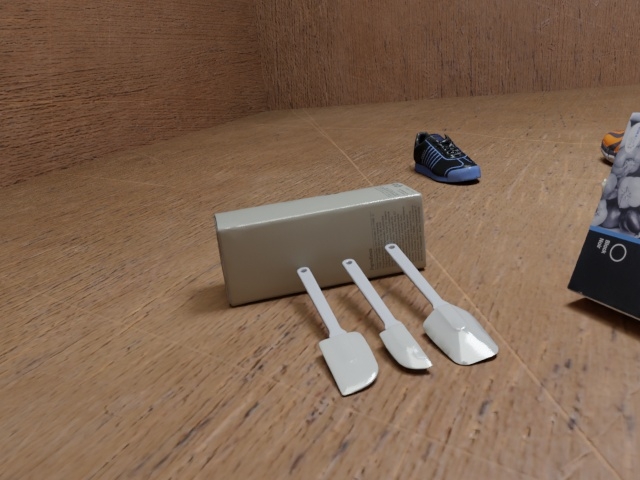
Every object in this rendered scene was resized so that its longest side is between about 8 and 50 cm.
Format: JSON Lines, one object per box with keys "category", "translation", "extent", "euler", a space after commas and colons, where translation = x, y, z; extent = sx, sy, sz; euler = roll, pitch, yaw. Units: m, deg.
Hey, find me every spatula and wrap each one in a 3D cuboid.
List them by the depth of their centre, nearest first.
{"category": "spatula", "translation": [0.068, 0.075, 0.638], "extent": [0.168, 0.019, 0.242], "euler": [-16, 28, -9]}

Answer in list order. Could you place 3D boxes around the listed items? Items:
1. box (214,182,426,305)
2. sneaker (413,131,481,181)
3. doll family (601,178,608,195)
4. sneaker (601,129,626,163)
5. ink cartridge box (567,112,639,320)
{"category": "box", "translation": [0.000, 0.000, 0.778], "extent": [0.275, 0.113, 0.094], "euler": [-9, 18, -10]}
{"category": "sneaker", "translation": [0.272, -0.188, 1.259], "extent": [0.081, 0.090, 0.232], "euler": [-13, 19, -18]}
{"category": "doll family", "translation": [0.501, -0.070, 0.861], "extent": [0.111, 0.076, 0.193], "euler": [0, 16, 35]}
{"category": "sneaker", "translation": [0.665, -0.225, 1.086], "extent": [0.125, 0.180, 0.321], "euler": [-10, 19, -8]}
{"category": "ink cartridge box", "translation": [0.359, -0.011, 0.537], "extent": [0.045, 0.206, 0.208], "euler": [13, 9, -28]}
